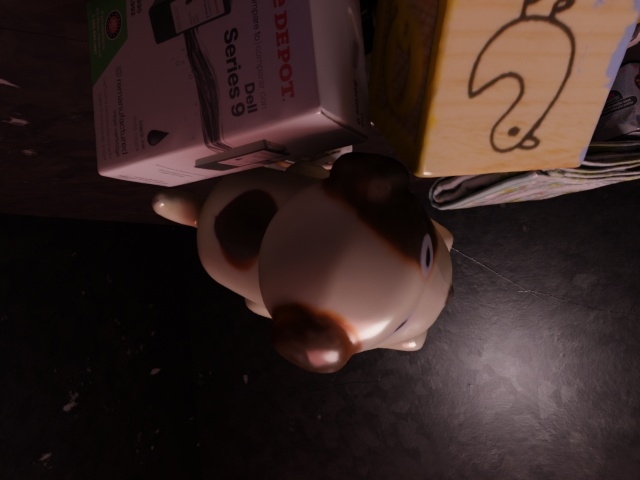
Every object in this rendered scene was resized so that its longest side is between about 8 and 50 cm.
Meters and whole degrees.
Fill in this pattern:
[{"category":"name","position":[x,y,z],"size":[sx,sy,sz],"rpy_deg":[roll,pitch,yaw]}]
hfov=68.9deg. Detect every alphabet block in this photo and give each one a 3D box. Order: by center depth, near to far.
[{"category":"alphabet block","position":[0.176,-0.197,0.516],"size":[0.196,0.193,0.194],"rpy_deg":[-6,-145,-11]}]

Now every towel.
[{"category":"towel","position":[0.477,-0.138,1.050],"size":[0.320,0.090,0.374],"rpy_deg":[-4,176,-22]}]

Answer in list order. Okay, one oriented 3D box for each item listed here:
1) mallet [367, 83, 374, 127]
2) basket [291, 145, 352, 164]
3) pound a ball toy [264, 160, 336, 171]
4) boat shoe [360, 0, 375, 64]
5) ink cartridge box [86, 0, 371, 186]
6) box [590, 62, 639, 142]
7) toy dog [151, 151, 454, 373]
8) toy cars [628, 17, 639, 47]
[{"category":"mallet","position":[0.109,-0.281,0.977],"size":[0.062,0.039,0.190],"rpy_deg":[-4,174,-4]},{"category":"basket","position":[-0.025,-0.212,0.737],"size":[0.103,0.168,0.113],"rpy_deg":[3,173,-43]},{"category":"pound a ball toy","position":[-0.087,-0.212,1.366],"size":[0.208,0.136,0.319],"rpy_deg":[-36,163,26]},{"category":"boat shoe","position":[-0.044,-0.271,0.612],"size":[0.232,0.084,0.079],"rpy_deg":[1,141,13]},{"category":"ink cartridge box","position":[-0.106,-0.191,0.511],"size":[0.288,0.212,0.121],"rpy_deg":[-8,175,27]},{"category":"box","position":[0.650,-0.279,1.034],"size":[0.163,0.142,0.247],"rpy_deg":[-4,176,-13]},{"category":"toy dog","position":[0.000,0.000,0.607],"size":[0.395,0.285,0.408],"rpy_deg":[31,175,-23]},{"category":"toy cars","position":[0.392,-0.303,0.579],"size":[0.176,0.087,0.393],"rpy_deg":[-18,180,9]}]
